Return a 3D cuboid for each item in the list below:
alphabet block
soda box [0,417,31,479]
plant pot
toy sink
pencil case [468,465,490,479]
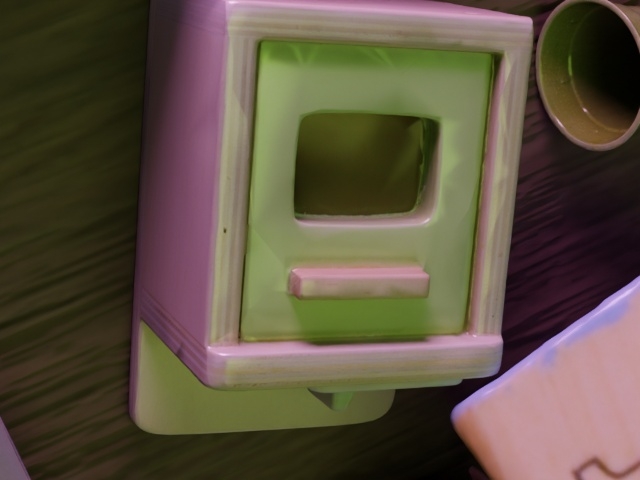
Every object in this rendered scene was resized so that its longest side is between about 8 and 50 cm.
[{"bbox_3d":[0.205,0.122,0.712,0.193,0.192,0.197,-36,72,3],"label":"alphabet block"},{"bbox_3d":[-0.178,0.123,0.658,0.083,0.092,0.263,-26,112,-16],"label":"soda box"},{"bbox_3d":[0.175,-0.096,0.766,0.079,0.083,0.083,-14,109,-32],"label":"plant pot"},{"bbox_3d":[0.000,0.000,0.680,0.152,0.131,0.234,0,104,-23],"label":"toy sink"},{"bbox_3d":[0.073,0.273,0.791,0.124,0.124,0.284,-18,108,-18],"label":"pencil case"}]
